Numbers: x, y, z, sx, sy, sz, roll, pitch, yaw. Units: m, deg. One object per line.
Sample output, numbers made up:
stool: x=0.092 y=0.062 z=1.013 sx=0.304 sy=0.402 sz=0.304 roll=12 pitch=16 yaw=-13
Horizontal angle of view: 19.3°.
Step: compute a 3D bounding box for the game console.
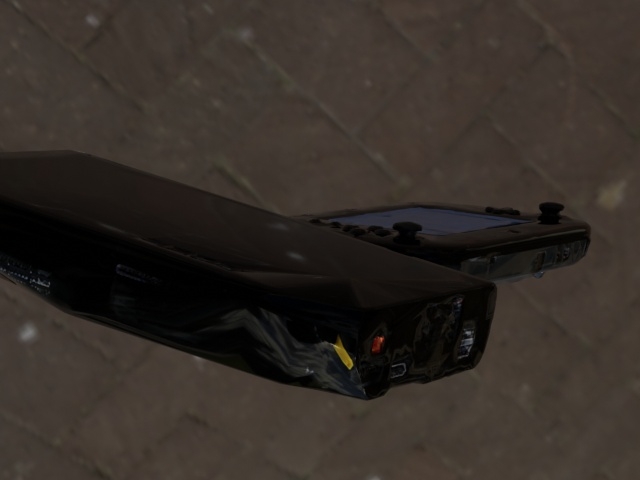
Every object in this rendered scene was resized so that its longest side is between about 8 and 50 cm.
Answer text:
game console: x=0.000 y=0.000 z=0.830 sx=0.361 sy=0.213 sz=0.044 roll=-7 pitch=112 yaw=-61
